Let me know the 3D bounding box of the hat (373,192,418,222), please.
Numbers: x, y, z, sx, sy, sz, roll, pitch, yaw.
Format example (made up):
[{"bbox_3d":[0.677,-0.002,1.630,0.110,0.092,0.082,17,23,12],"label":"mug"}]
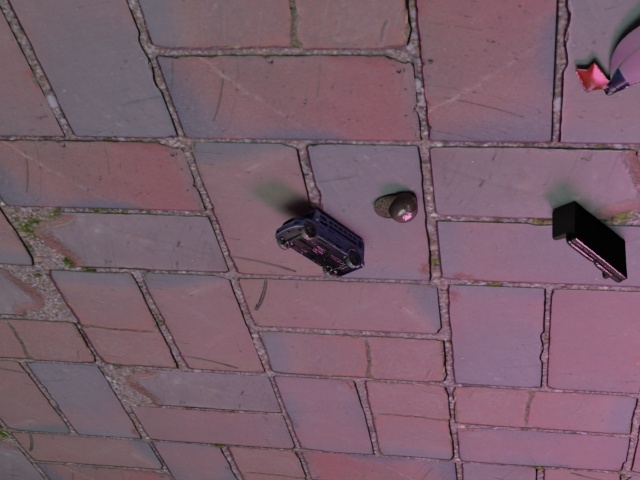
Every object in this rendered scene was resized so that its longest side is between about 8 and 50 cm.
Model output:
[{"bbox_3d":[0.129,-0.046,1.840,0.087,0.042,0.058,-22,134,38],"label":"hat"}]

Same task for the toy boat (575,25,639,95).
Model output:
[{"bbox_3d":[0.489,-0.270,1.431,0.318,0.072,0.219,3,149,26],"label":"toy boat"}]

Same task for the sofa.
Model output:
[{"bbox_3d":[0.443,0.010,1.809,0.147,0.085,0.060,33,136,-30],"label":"sofa"}]

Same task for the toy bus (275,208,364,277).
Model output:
[{"bbox_3d":[0.000,0.000,1.911,0.073,0.076,0.167,-23,136,40],"label":"toy bus"}]
